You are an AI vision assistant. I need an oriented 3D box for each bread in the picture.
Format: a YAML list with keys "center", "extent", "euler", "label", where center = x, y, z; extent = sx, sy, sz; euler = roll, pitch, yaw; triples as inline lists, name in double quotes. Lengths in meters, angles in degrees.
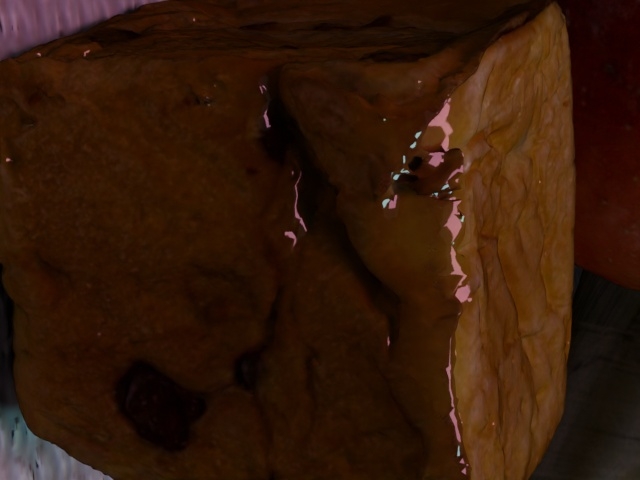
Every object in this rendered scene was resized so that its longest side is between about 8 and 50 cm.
- center: [0.000, 0.000, 0.510]
  extent: [0.158, 0.149, 0.143]
  euler: [-25, 116, -61]
  label: "bread"

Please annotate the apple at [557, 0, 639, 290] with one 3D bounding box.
- center: [0.143, -0.094, 0.713]
  extent: [0.218, 0.218, 0.201]
  euler: [-52, 152, -50]
  label: "apple"

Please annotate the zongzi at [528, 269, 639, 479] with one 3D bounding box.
- center: [0.189, 0.052, 0.933]
  extent: [0.360, 0.160, 0.323]
  euler: [-49, -172, 6]
  label: "zongzi"
